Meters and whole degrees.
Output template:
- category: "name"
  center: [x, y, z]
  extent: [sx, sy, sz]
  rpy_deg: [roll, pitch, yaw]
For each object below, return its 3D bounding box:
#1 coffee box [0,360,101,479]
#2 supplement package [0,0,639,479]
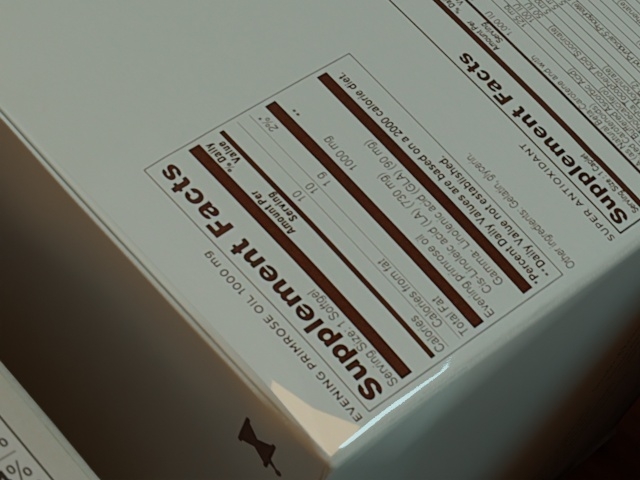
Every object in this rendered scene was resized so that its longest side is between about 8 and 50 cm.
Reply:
- category: "coffee box"
  center: [-0.077, 0.139, 0.346]
  extent: [0.119, 0.168, 0.297]
  rpy_deg: [-32, 69, -34]
- category: "supplement package"
  center: [0.000, 0.000, 0.455]
  extent: [0.203, 0.194, 0.149]
  rpy_deg: [-32, 69, -35]
